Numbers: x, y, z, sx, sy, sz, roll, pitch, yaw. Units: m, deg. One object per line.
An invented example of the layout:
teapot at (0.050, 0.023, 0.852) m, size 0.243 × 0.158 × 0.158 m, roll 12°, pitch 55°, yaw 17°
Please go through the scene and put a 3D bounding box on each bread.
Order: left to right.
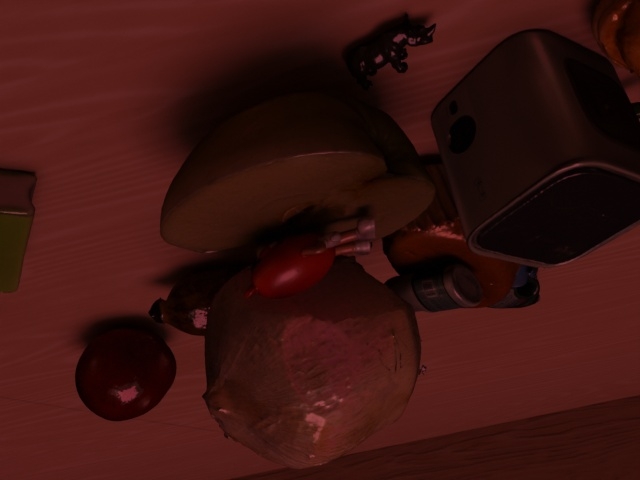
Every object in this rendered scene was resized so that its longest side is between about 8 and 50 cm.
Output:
bread at (0.249, 0.005, 1.338) m, size 0.236 × 0.183 × 0.389 m, roll -22°, pitch 148°, yaw 24°
bread at (0.491, -0.312, 0.937) m, size 0.198 × 0.120 × 0.236 m, roll 20°, pitch 138°, yaw -38°

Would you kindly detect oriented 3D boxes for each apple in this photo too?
apple at (-0.022, -0.069, 1.030) m, size 0.360 × 0.320 × 0.311 m, roll -27°, pitch 109°, yaw 37°

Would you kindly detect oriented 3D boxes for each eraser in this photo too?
eraser at (-0.587, -0.014, 1.144) m, size 0.210 × 0.092 × 0.274 m, roll 6°, pitch 148°, yaw -24°

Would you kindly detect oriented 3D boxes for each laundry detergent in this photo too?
laundry detergent at (0.182, 0.100, 1.309) m, size 0.099 × 0.070 × 0.226 m, roll 30°, pitch 148°, yaw -35°
laundry detergent at (0.478, 0.122, 1.726) m, size 0.211 × 0.063 × 0.137 m, roll 13°, pitch 136°, yaw -34°

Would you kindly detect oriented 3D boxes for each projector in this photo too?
projector at (0.343, -0.128, 1.075) m, size 0.248 × 0.249 × 0.248 m, roll 12°, pitch 143°, yaw -32°

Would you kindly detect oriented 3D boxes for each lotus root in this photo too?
lotus root at (-0.224, 0.126, 1.452) m, size 0.260 × 0.128 × 0.145 m, roll -13°, pitch 135°, yaw -9°

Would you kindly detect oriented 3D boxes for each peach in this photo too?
peach at (-0.441, 0.306, 1.622) m, size 0.243 × 0.199 × 0.243 m, roll -17°, pitch 152°, yaw -9°

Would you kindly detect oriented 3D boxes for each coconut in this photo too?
coconut at (-0.049, 0.216, 1.268) m, size 0.405 × 0.404 × 0.404 m, roll -8°, pitch 150°, yaw -5°

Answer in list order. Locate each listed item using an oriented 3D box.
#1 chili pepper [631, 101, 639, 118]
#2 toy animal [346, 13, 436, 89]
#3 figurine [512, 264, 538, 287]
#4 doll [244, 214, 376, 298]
chili pepper at (0.594, -0.215, 1.099) m, size 0.261 × 0.165 × 0.174 m, roll -20°, pitch 160°, yaw 19°
toy animal at (0.099, -0.265, 0.970) m, size 0.136 × 0.047 × 0.065 m, roll -21°, pitch 140°, yaw 28°
figurine at (0.440, 0.046, 1.540) m, size 0.178 × 0.114 × 0.144 m, roll -22°, pitch 162°, yaw -10°
doll at (-0.021, 0.029, 1.064) m, size 0.217 × 0.085 × 0.183 m, roll -25°, pitch 168°, yaw -7°
